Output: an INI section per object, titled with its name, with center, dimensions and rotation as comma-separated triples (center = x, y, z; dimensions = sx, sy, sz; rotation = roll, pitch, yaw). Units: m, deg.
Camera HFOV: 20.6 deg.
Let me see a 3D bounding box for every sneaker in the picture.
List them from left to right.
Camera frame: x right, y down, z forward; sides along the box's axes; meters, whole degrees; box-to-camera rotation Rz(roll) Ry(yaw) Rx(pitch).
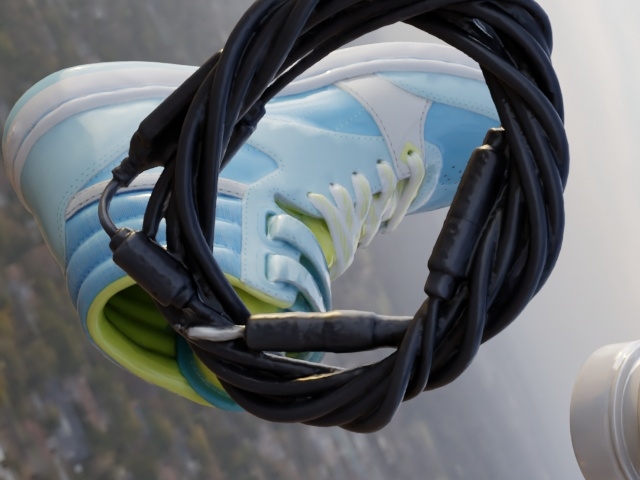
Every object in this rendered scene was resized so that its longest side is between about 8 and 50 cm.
[sneaker]
center = 0.000, 0.000, 0.958
dimensions = 0.127, 0.319, 0.208
rotation = 101, -24, -43

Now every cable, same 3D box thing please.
[cable]
center = 0.014, -0.018, 0.640
dimensions = 0.151, 0.184, 0.047
rotation = 53, 14, 10

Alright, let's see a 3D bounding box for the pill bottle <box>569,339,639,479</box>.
[pill bottle]
center = 0.270, 0.100, 1.008
dimensions = 0.136, 0.245, 0.136
rotation = 10, 76, -44
